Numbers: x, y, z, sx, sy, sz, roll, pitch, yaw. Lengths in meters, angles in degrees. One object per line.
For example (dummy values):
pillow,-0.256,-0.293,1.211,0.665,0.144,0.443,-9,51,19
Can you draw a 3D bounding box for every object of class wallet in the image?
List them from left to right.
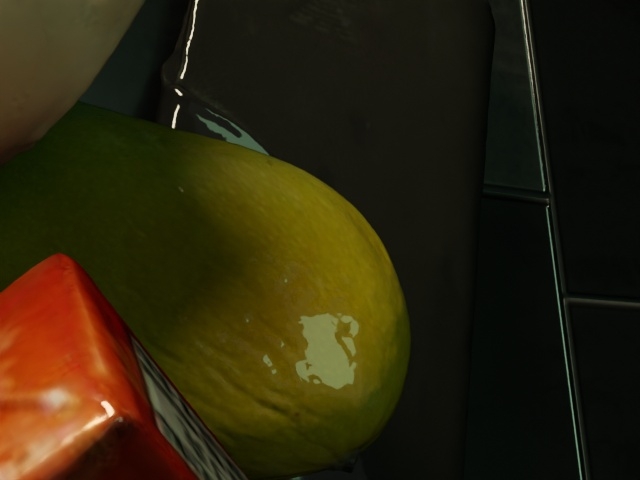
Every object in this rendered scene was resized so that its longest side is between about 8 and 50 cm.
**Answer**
wallet,0.000,0.000,0.677,0.197,0.051,0.377,20,63,-25

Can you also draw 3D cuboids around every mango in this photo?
mango,-0.077,0.018,0.555,0.238,0.091,0.137,16,65,11

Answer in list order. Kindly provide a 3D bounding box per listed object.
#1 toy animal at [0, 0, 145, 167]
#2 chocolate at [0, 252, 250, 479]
toy animal,-0.212,-0.094,0.454,0.256,0.213,0.195,12,50,-36
chocolate,-0.099,0.168,0.439,0.235,0.108,0.237,-38,114,-12
